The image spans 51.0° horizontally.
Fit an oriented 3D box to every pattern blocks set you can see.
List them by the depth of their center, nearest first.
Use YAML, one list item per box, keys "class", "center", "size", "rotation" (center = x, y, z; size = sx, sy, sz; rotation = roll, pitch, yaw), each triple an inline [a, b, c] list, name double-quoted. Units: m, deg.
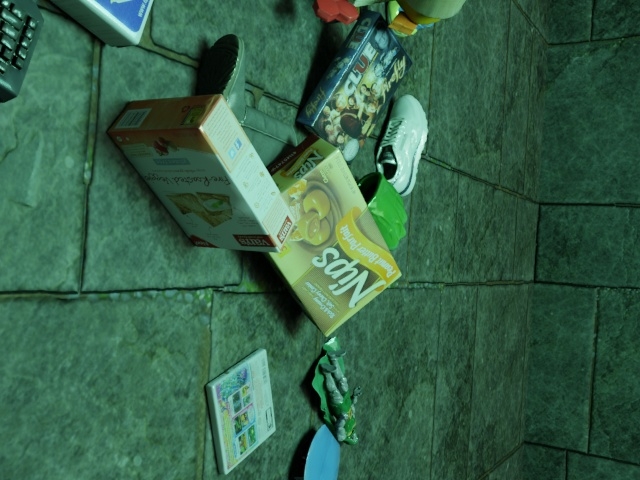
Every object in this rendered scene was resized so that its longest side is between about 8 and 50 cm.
- class: "pattern blocks set"
  center: [0.085, -0.484, 1.222]
  size: [0.325, 0.026, 0.285]
  rotation: [-7, 64, -33]

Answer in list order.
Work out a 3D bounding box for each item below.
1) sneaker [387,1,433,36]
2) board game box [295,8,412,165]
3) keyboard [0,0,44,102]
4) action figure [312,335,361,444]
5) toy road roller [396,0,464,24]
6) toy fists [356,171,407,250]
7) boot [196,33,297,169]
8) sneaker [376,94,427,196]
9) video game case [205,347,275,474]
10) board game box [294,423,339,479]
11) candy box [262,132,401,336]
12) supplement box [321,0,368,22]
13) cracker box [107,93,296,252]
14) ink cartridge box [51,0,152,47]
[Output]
- class: "sneaker"
  center: [0.212, -0.578, 1.483]
  size: [0.091, 0.126, 0.240]
  rotation: [-27, 116, -55]
- class: "board game box"
  center: [0.069, -0.285, 1.269]
  size: [0.243, 0.042, 0.165]
  rotation: [-59, 145, -3]
- class: "keyboard"
  center: [-0.398, -0.223, 0.592]
  size: [0.317, 0.033, 0.201]
  rotation: [37, 61, -53]
- class: "action figure"
  center: [0.041, 0.327, 1.351]
  size: [0.137, 0.063, 0.232]
  rotation: [-53, 139, -47]
- class: "toy road roller"
  center: [0.098, -0.513, 1.110]
  size: [0.240, 0.202, 0.329]
  rotation: [-29, 76, -25]
- class: "toy fists"
  center: [0.094, 0.000, 1.374]
  size: [0.142, 0.096, 0.279]
  rotation: [48, 53, -34]
- class: "boot"
  center: [-0.102, -0.197, 1.045]
  size: [0.208, 0.076, 0.189]
  rotation: [11, 97, -52]
- class: "sneaker"
  center: [0.175, -0.219, 1.502]
  size: [0.095, 0.090, 0.235]
  rotation: [15, 78, -49]
- class: "video game case"
  center: [-0.127, 0.277, 1.101]
  size: [0.143, 0.019, 0.157]
  rotation: [-28, 117, -55]
- class: "board game box"
  center: [-0.009, 0.437, 1.303]
  size: [0.169, 0.033, 0.133]
  rotation: [64, 36, -47]
- class: "candy box"
  center: [0.000, 0.000, 1.138]
  size: [0.183, 0.087, 0.316]
  rotation: [-38, 132, -9]
- class: "supplement box"
  center: [0.045, -0.439, 1.257]
  size: [0.043, 0.083, 0.055]
  rotation: [-22, 112, -56]
- class: "cracker box"
  center: [-0.151, -0.082, 0.894]
  size: [0.232, 0.156, 0.067]
  rotation: [59, 45, -43]
- class: "ink cartridge box"
  center: [-0.280, -0.428, 0.738]
  size: [0.307, 0.072, 0.303]
  rotation: [35, 64, -52]
